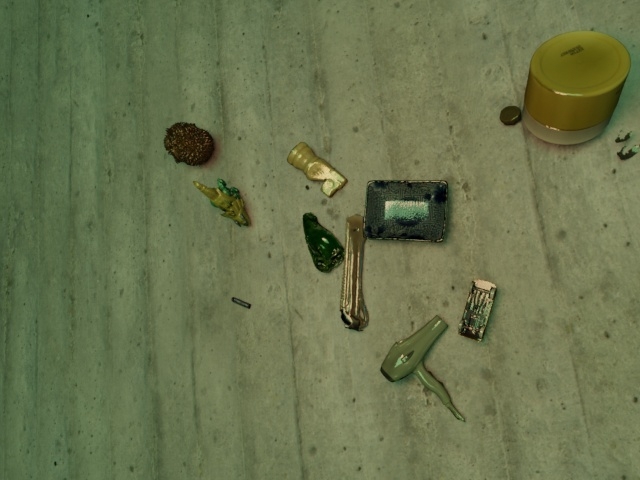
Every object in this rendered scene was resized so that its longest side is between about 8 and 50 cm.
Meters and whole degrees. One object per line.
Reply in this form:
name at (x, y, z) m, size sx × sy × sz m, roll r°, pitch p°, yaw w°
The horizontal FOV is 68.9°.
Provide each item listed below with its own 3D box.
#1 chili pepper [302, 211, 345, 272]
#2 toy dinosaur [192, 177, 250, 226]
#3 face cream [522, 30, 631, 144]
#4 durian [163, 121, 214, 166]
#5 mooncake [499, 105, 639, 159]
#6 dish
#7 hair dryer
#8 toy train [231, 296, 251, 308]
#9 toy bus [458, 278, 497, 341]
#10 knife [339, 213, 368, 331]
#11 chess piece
chili pepper at (0.001, -0.001, 1.497) m, size 0.108 × 0.062 × 0.216 m, roll -18°, pitch 68°, yaw -15°
toy dinosaur at (-0.339, -0.146, 1.578) m, size 0.094 × 0.259 × 0.153 m, roll -42°, pitch 42°, yaw 10°
face cream at (0.636, -0.384, 1.179) m, size 0.218 × 0.179 × 0.218 m, roll -7°, pitch 62°, yaw 14°
durian at (-0.484, -0.360, 1.687) m, size 0.196 × 0.196 × 0.167 m, roll 9°, pitch 80°, yaw 24°
mooncake at (0.664, -0.302, 1.257) m, size 0.347 × 0.057 × 0.150 m, roll 43°, pitch 103°, yaw 22°
dish at (0.256, -0.083, 1.387) m, size 0.243 × 0.080 × 0.182 m, roll 3°, pitch 84°, yaw 22°
hair dryer at (0.330, 0.340, 1.310) m, size 0.267 × 0.092 × 0.229 m, roll 27°, pitch 87°, yaw 10°
toy train at (-0.277, 0.214, 1.606) m, size 0.083 × 0.017 × 0.017 m, roll 18°, pitch 88°, yaw 25°
toy bus at (0.432, 0.189, 1.273) m, size 0.069 × 0.074 × 0.162 m, roll 16°, pitch 91°, yaw 32°
knife at (0.107, 0.096, 1.449) m, size 0.089 × 0.043 × 0.365 m, roll 4°, pitch 80°, yaw -11°
chess piece at (-0.009, -0.230, 1.530) m, size 0.200 × 0.090 × 0.090 m, roll 41°, pitch 99°, yaw 11°
